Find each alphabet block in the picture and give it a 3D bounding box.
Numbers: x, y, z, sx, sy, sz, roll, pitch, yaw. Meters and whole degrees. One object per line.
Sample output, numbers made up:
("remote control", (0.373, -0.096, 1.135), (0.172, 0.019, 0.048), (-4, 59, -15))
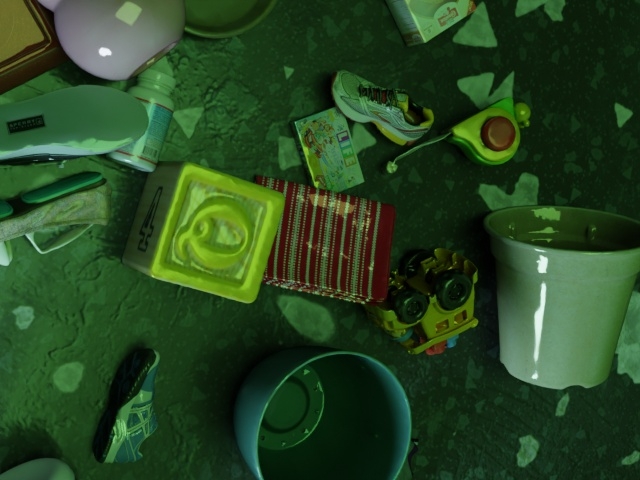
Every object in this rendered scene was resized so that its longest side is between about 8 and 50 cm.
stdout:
("alphabet block", (-0.199, -0.017, 1.514), (0.192, 0.197, 0.194), (16, 87, -27))

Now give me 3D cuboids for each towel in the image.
("towel", (0.000, 0.000, 1.646), (0.274, 0.031, 0.199), (12, 74, -11))

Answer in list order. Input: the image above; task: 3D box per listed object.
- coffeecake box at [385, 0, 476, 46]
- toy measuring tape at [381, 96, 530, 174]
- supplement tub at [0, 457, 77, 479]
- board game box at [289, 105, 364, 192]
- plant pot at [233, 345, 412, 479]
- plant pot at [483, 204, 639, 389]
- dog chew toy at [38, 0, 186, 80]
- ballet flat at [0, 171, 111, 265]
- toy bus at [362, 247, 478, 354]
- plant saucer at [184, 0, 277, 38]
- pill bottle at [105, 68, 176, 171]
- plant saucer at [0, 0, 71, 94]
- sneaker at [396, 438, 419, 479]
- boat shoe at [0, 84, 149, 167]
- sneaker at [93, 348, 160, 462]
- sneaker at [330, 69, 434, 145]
("coffeecake box", (0.195, -0.490, 1.733), (0.142, 0.068, 0.186), (-36, 109, -20))
("toy measuring tape", (0.284, -0.175, 1.787), (0.330, 0.121, 0.121), (-29, 107, -12))
("supplement tub", (-0.432, 0.534, 1.435), (0.228, 0.228, 0.316), (-31, 107, -20))
("board game box", (0.013, -0.165, 1.697), (0.103, 0.026, 0.154), (-24, 104, -23))
("plant pot", (-0.022, 0.320, 1.610), (0.293, 0.235, 0.293), (-2, 95, -25))
("plant pot", (0.484, 0.117, 1.818), (0.333, 0.334, 0.306), (-7, 109, -25))
("dog chew toy", (-0.361, -0.416, 1.404), (0.206, 0.206, 0.332), (-39, 100, -18))
("ballet flat", (-0.478, -0.021, 1.435), (0.316, 0.107, 0.106), (-16, 115, -23))
("toy bus", (0.194, 0.146, 1.765), (0.220, 0.149, 0.212), (-22, 120, -20))
("plant saucer", (-0.193, -0.487, 1.561), (0.277, 0.041, 0.278), (-2, 96, -25))
("pill bottle", (-0.295, -0.201, 1.511), (0.087, 0.087, 0.160), (19, 86, -26))
("plant saucer", (-0.548, -0.349, 1.398), (0.258, 0.047, 0.259), (-33, 107, -20))
("sneaker", (0.142, 0.496, 1.794), (0.098, 0.083, 0.224), (16, 87, -31))
("boat shoe", (-0.427, -0.166, 1.431), (0.306, 0.105, 0.113), (-16, 85, -15))
("sneaker", (-0.319, 0.285, 1.558), (0.081, 0.080, 0.211), (20, 96, -32))
("sneaker", (0.117, -0.262, 1.693), (0.225, 0.092, 0.088), (23, 60, -28))
